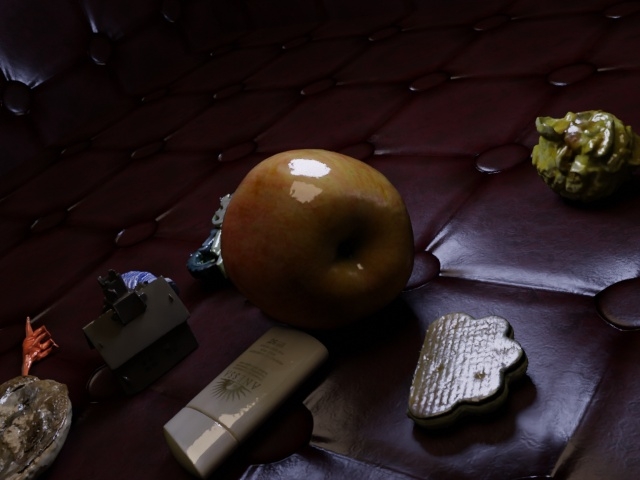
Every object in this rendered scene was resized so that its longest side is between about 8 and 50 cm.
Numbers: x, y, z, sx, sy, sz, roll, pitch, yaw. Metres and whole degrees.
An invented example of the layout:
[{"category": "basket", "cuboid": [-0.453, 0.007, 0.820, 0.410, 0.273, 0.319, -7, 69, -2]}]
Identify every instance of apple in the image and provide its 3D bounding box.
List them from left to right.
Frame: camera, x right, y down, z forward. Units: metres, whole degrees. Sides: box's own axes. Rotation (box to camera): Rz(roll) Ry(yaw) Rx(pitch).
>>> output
[{"category": "apple", "cuboid": [0.000, 0.000, 1.563, 0.391, 0.391, 0.346, -32, 12, -18]}]

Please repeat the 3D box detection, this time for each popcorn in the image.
[{"category": "popcorn", "cuboid": [0.587, -0.196, 1.687, 0.235, 0.217, 0.181, -1, 37, 51]}]

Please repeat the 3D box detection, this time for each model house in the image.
[{"category": "model house", "cuboid": [-0.429, 0.167, 1.700, 0.211, 0.243, 0.204, -36, 33, -24]}]

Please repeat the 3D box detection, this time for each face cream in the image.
[{"category": "face cream", "cuboid": [-0.152, 0.301, 1.466, 0.173, 0.081, 0.348, 13, 44, 45]}]

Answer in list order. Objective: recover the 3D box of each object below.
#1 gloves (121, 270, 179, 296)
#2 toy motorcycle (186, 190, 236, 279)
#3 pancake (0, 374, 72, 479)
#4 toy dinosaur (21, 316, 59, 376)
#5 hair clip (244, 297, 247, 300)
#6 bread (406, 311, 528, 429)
[{"category": "gloves", "cuboid": [-0.465, 0.126, 1.963, 0.229, 0.097, 0.119, -7, 2, 32]}, {"category": "toy motorcycle", "cuboid": [-0.169, -0.044, 1.975, 0.237, 0.169, 0.410, -2, 39, 41]}, {"category": "pancake", "cuboid": [-0.685, 0.436, 1.582, 0.386, 0.082, 0.387, -17, 33, 11]}, {"category": "toy dinosaur", "cuboid": [-0.706, 0.276, 1.896, 0.101, 0.055, 0.279, -37, 33, -8]}, {"category": "hair clip", "cuboid": [-0.084, 0.117, 1.773, 0.220, 0.054, 0.140, 4, 32, 31]}, {"category": "bread", "cuboid": [0.265, 0.225, 1.351, 0.207, 0.056, 0.286, -7, 32, 29]}]
